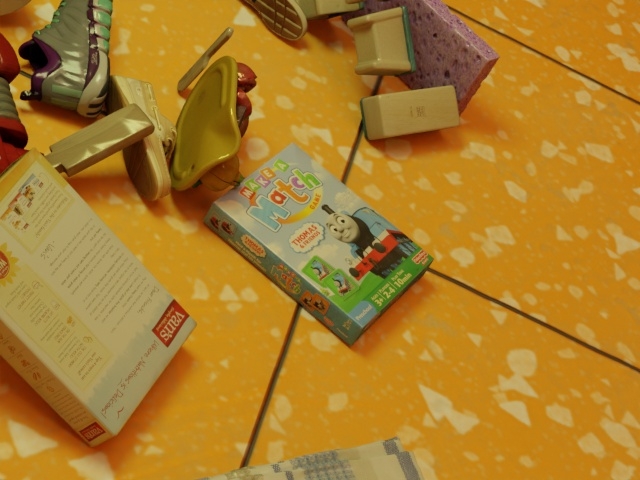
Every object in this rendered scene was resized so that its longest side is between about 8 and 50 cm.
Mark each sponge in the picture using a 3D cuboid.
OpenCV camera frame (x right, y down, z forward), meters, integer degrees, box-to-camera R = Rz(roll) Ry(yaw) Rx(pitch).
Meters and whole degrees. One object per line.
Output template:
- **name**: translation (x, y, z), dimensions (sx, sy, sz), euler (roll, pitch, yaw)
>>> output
- **sponge**: translation (0.121, -0.259, 1.934), dimensions (0.031, 0.117, 0.210), euler (-28, 68, -42)

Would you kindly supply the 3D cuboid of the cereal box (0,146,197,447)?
- **cereal box**: translation (-0.242, 0.052, 1.438), dimensions (0.240, 0.047, 0.173), euler (49, 42, -13)

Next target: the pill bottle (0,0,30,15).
- **pill bottle**: translation (-0.395, -0.369, 1.737), dimensions (0.131, 0.131, 0.229), euler (-4, 53, -32)

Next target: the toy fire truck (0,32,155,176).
- **toy fire truck**: translation (-0.321, -0.136, 1.574), dimensions (0.246, 0.158, 0.217), euler (12, 48, -48)

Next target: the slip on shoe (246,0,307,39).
- **slip on shoe**: translation (-0.064, -0.303, 1.927), dimensions (0.135, 0.051, 0.041), euler (38, 31, 16)

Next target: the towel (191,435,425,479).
- **towel**: translation (0.000, 0.294, 1.417), dimensions (0.285, 0.034, 0.209), euler (-6, 56, -31)

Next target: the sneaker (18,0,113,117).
- **sneaker**: translation (-0.286, -0.238, 1.716), dimensions (0.098, 0.083, 0.224), euler (8, 48, -16)

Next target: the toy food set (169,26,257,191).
- **toy food set**: translation (-0.104, -0.130, 1.691), dimensions (0.071, 0.128, 0.218), euler (27, 38, -24)

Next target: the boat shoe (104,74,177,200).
- **boat shoe**: translation (-0.185, -0.116, 1.670), dimensions (0.059, 0.063, 0.170), euler (-4, 54, -28)

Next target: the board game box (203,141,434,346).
- **board game box**: translation (0.000, 0.000, 1.684), dimensions (0.211, 0.039, 0.160), euler (39, 44, 10)

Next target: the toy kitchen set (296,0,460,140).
- **toy kitchen set**: translation (0.063, -0.229, 1.917), dimensions (0.122, 0.166, 0.207), euler (-10, 93, -35)
